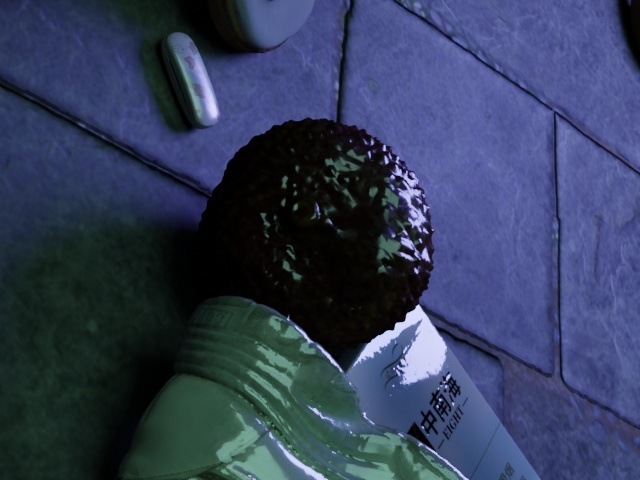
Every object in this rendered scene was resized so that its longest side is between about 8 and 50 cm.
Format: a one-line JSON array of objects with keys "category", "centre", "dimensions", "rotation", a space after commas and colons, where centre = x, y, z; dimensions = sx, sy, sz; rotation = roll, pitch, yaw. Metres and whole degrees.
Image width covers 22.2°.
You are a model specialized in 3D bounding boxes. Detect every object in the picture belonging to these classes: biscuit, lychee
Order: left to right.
[{"category": "biscuit", "centre": [-0.043, -0.260, 1.390], "dimensions": [0.181, 0.049, 0.208], "rotation": [-54, 142, -40]}, {"category": "lychee", "centre": [-0.003, -0.003, 1.280], "dimensions": [0.194, 0.194, 0.194], "rotation": [24, 55, -40]}]

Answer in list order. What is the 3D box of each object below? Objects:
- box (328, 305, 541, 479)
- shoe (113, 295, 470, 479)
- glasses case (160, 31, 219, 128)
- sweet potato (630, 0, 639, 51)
[{"category": "box", "centre": [0.086, 0.178, 1.383], "dimensions": [0.243, 0.067, 0.155], "rotation": [56, 39, -14]}, {"category": "shoe", "centre": [-0.012, 0.219, 1.194], "dimensions": [0.342, 0.132, 0.210], "rotation": [43, 69, -19]}, {"category": "glasses case", "centre": [-0.107, -0.132, 1.347], "dimensions": [0.032, 0.021, 0.083], "rotation": [-17, 85, -49]}, {"category": "sweet potato", "centre": [0.423, -0.215, 1.970], "dimensions": [0.249, 0.059, 0.069], "rotation": [65, 26, -9]}]
